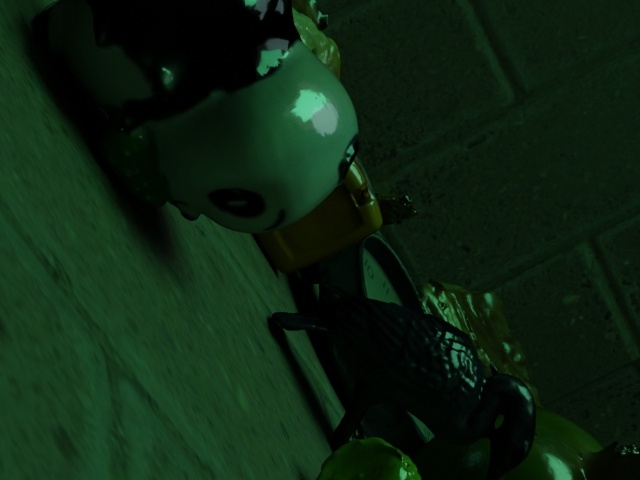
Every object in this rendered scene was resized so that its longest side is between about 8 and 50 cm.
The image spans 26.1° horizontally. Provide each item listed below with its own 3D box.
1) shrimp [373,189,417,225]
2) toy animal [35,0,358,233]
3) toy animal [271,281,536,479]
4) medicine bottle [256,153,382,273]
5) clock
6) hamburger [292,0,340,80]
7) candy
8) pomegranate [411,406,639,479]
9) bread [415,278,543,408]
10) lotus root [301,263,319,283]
[{"bbox_3d":[0.061,-0.036,1.796,0.184,0.091,0.043,-3,-51,46],"label":"shrimp"},{"bbox_3d":[-0.096,-0.125,1.137,0.212,0.212,0.267,-99,163,-72],"label":"toy animal"},{"bbox_3d":[0.083,0.153,1.461,0.298,0.185,0.122,44,8,10],"label":"toy animal"},{"bbox_3d":[-0.015,-0.064,1.742,0.112,0.149,0.222,63,5,-21],"label":"medicine bottle"},{"bbox_3d":[0.088,0.143,1.794,0.325,0.067,0.325,-20,90,-74],"label":"clock"},{"bbox_3d":[-0.092,-0.201,1.440,0.162,0.209,0.330,67,5,34],"label":"hamburger"},{"bbox_3d":[0.062,0.262,1.260,0.209,0.096,0.097,64,3,-48],"label":"candy"},{"bbox_3d":[0.243,0.294,1.580,0.290,0.323,0.291,24,31,-16],"label":"pomegranate"},{"bbox_3d":[0.217,0.229,2.279,0.314,0.191,0.370,69,19,8],"label":"bread"},{"bbox_3d":[0.000,0.002,1.923,0.122,0.081,0.112,59,8,-31],"label":"lotus root"}]
